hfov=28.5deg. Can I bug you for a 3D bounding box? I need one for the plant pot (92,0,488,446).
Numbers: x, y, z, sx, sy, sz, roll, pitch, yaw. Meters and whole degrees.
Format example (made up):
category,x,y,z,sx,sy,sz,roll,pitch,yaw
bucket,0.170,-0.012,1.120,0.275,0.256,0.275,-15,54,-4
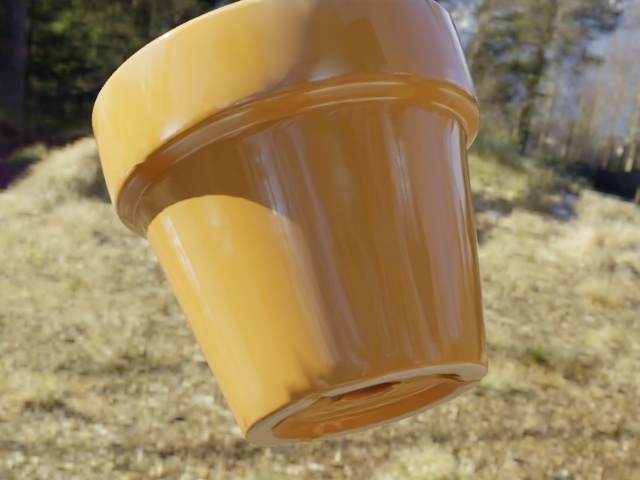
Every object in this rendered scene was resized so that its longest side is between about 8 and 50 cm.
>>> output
category,x,y,z,sx,sy,sz,roll,pitch,yaw
plant pot,0.000,0.000,0.662,0.205,0.187,0.205,-14,-18,-5
